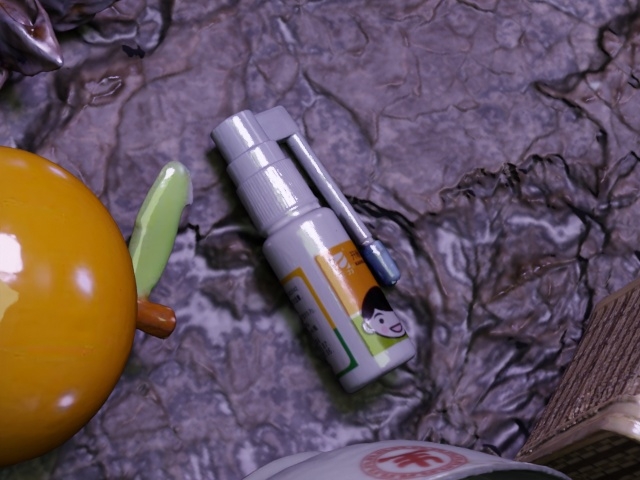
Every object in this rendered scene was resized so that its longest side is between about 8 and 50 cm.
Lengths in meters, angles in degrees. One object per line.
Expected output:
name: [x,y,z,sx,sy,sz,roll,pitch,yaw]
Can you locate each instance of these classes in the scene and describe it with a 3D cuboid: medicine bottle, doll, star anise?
medicine bottle: [0.000,0.000,1.158,0.092,0.061,0.220,-25,81,-44]
doll: [-0.188,0.043,1.027,0.236,0.213,0.213,1,74,-29]
star anise: [-0.255,-0.176,1.125,0.230,0.081,0.262,8,62,-12]

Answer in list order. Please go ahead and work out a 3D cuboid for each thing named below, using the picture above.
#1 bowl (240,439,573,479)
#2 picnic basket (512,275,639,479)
bowl: [0.010,0.240,1.007,0.337,0.337,0.157,-27,43,-20]
picnic basket: [0.320,0.173,1.095,0.313,0.228,0.175,33,68,-3]
